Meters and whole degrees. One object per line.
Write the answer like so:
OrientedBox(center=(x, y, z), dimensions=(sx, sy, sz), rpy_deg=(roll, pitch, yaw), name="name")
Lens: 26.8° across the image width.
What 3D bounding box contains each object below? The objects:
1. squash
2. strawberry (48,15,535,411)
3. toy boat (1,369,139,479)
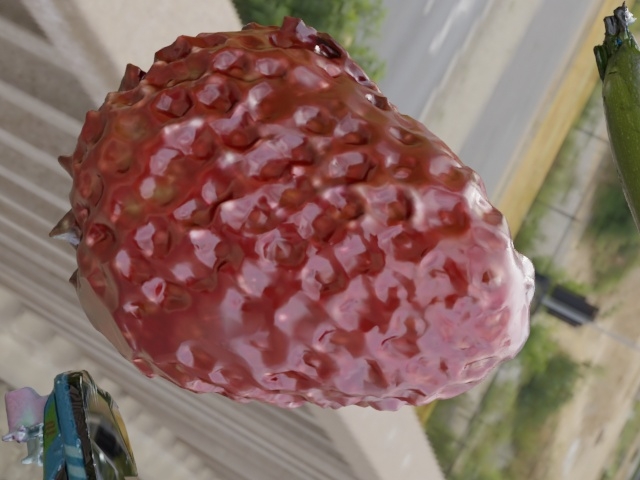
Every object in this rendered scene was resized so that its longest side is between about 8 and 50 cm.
OrientedBox(center=(0.283, -0.035, 1.064), dimensions=(0.087, 0.331, 0.087), rpy_deg=(-13, 161, -5), name="squash")
OrientedBox(center=(0.000, 0.000, 0.684), dimensions=(0.205, 0.244, 0.205), rpy_deg=(-26, 124, -46), name="strawberry")
OrientedBox(center=(-0.195, 0.261, 1.106), dimensions=(0.092, 0.299, 0.134), rpy_deg=(-16, 150, 1), name="toy boat")
